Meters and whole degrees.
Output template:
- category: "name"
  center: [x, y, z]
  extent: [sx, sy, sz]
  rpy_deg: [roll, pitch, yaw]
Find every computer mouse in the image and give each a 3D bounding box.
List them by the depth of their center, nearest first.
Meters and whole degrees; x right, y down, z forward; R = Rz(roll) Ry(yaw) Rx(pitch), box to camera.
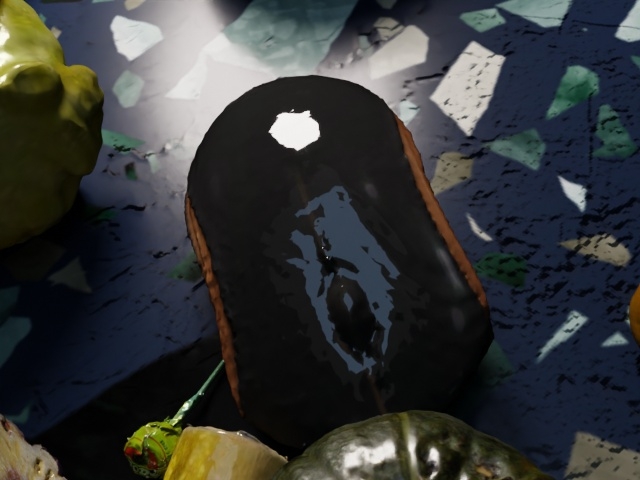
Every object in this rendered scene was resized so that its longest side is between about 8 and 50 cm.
- category: "computer mouse"
  center: [-0.001, -0.003, 0.589]
  extent: [0.183, 0.116, 0.323]
  rpy_deg: [-22, 57, 1]

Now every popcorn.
- category: "popcorn"
  center: [-0.318, -0.120, 0.647]
  extent: [0.235, 0.242, 0.250]
  rpy_deg: [-38, 56, -11]

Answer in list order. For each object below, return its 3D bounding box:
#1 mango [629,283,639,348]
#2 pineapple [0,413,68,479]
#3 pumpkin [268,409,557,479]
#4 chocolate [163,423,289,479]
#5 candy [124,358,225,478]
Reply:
- category: "mango"
  center: [0.249, 0.066, 0.530]
  extent: [0.080, 0.060, 0.114]
  rpy_deg: [-11, 52, -16]
- category: "pineapple"
  center: [-0.218, 0.198, 0.471]
  extent: [0.137, 0.161, 0.176]
  rpy_deg: [-36, 43, -1]
- category: "pumpkin"
  center: [0.051, 0.197, 0.418]
  extent: [0.224, 0.157, 0.223]
  rpy_deg: [-2, 54, 3]
- category: "chocolate"
  center: [-0.086, 0.220, 0.477]
  extent: [0.086, 0.085, 0.219]
  rpy_deg: [12, 60, 17]
- category: "candy"
  center: [-0.090, 0.114, 0.580]
  extent: [0.035, 0.035, 0.123]
  rpy_deg: [48, 57, -14]
